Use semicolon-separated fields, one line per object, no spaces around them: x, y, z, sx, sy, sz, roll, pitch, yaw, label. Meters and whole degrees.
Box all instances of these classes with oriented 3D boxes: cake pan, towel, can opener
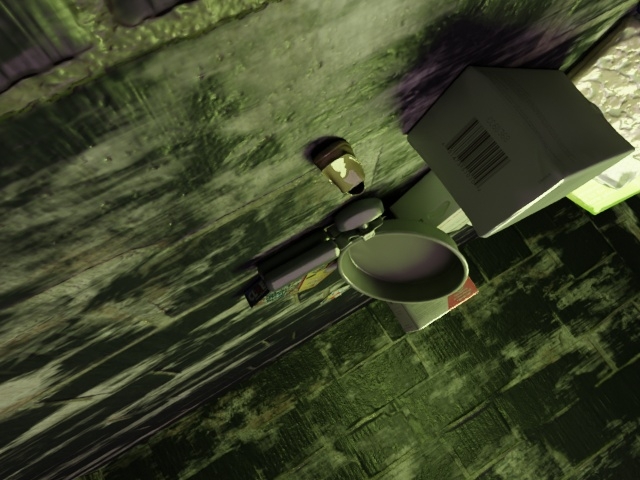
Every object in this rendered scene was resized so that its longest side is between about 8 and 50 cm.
0.186;0.052;1.010;0.294;0.054;0.293;8;144;6;cake pan
0.646;-0.262;0.934;0.317;0.332;0.053;128;-19;-53;towel
0.000;0.000;0.882;0.281;0.074;0.093;-32;131;-7;can opener

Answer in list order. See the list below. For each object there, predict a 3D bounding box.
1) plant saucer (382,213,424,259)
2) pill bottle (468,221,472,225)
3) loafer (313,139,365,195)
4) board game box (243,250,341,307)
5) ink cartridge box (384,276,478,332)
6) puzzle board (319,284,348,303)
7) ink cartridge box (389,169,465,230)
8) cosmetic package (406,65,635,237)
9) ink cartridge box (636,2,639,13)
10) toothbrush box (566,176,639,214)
0.233;-0.017;1.093;0.169;0.168;0.029;-14;141;-51;plant saucer
0.514;-0.147;1.299;0.131;0.131;0.229;-18;160;-43;pill bottle
0.037;-0.100;0.630;0.056;0.050;0.148;-37;165;16;loafer
-0.047;0.078;1.056;0.165;0.042;0.243;-42;163;32;board game box
0.255;0.078;1.202;0.207;0.282;0.117;-29;170;-13;ink cartridge box
0.065;0.222;1.817;0.128;0.011;0.096;-18;160;-45;puzzle board
0.327;-0.108;1.072;0.273;0.114;0.198;-13;154;-52;ink cartridge box
0.357;-0.168;0.754;0.385;0.217;0.156;-16;158;-42;cosmetic package
0.637;-0.459;0.709;0.207;0.046;0.097;-37;164;19;ink cartridge box
0.696;-0.218;1.126;0.206;0.283;0.122;-42;-155;49;toothbrush box
